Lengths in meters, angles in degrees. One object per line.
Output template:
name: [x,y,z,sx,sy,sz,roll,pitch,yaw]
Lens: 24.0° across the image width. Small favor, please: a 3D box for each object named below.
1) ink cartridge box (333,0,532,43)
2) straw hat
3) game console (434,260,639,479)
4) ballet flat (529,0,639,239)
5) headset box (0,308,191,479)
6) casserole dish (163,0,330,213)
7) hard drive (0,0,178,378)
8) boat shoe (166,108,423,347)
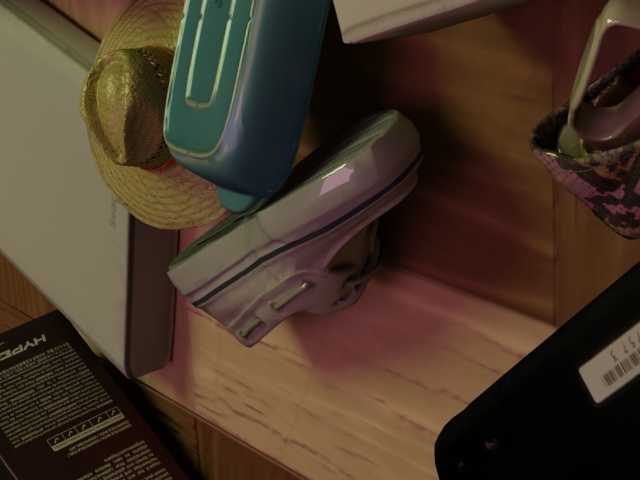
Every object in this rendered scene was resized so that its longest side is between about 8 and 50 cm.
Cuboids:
ink cartridge box: [0.057,-0.201,0.591,0.158,0.092,0.218,-8,100,56]
straw hat: [-0.103,-0.076,0.855,0.144,0.061,0.145,3,95,33]
game console: [0.214,0.151,0.577,0.342,0.060,0.386,64,145,19]
ballet flat: [0.142,-0.072,0.534,0.221,0.079,0.077,-49,20,54]
headset box: [-0.165,0.232,1.063,0.293,0.110,0.218,48,141,22]
casserole dish: [-0.038,-0.109,0.753,0.114,0.037,0.188,18,96,61]
hard drive: [-0.200,-0.067,1.055,0.307,0.040,0.203,38,133,40]
boat shoe: [0.000,0.000,0.791,0.076,0.083,0.226,48,151,-8]
